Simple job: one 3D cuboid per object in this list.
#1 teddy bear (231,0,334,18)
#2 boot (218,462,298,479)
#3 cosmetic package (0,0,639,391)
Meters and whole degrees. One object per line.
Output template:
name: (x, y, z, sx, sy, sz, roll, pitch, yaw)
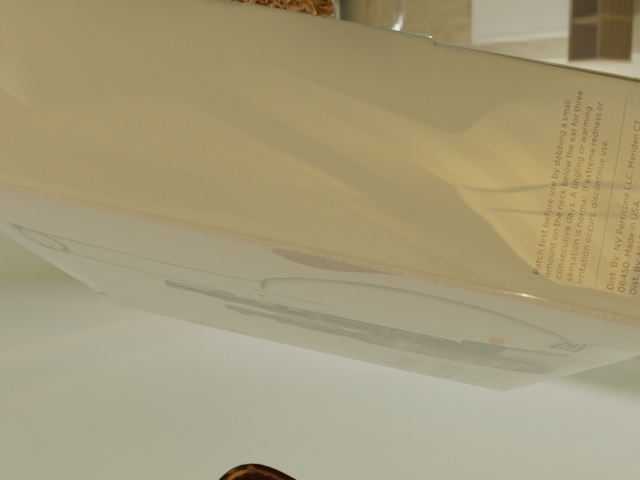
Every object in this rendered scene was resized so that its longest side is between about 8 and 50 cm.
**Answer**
teddy bear: (-0.089, -0.306, 0.841, 0.113, 0.338, 0.245, -11, 152, -16)
boot: (0.013, 0.216, 0.519, 0.082, 0.219, 0.106, -39, 172, -19)
cosmetic package: (0.000, 0.000, 0.508, 0.285, 0.097, 0.377, 14, 169, 4)
